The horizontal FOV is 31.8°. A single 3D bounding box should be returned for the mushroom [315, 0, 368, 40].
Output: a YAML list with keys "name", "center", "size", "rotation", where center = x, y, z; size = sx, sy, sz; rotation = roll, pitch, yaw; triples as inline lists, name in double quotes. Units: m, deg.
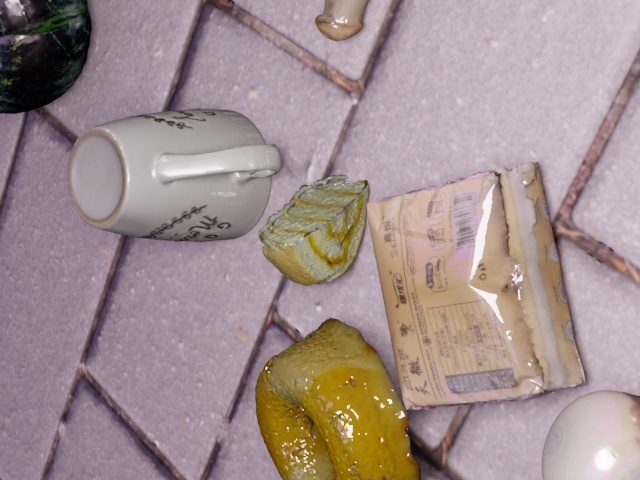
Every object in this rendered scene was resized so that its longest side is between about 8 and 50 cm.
- name: "mushroom"
  center: [0.017, -0.387, 1.390]
  size: [0.118, 0.103, 0.270]
  rotation: [-15, 88, 42]

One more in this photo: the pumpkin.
- name: "pumpkin"
  center: [-0.488, -0.355, 1.769]
  size: [0.315, 0.238, 0.315]
  rotation: [24, 126, 36]

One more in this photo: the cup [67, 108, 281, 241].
- name: "cup"
  center: [-0.183, -0.092, 1.502]
  size: [0.258, 0.234, 0.186]
  rotation: [-10, 87, 40]

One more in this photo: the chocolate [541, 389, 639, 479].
- name: "chocolate"
  center: [0.295, 0.211, 1.082]
  size: [0.221, 0.147, 0.221]
  rotation: [-55, 17, 25]

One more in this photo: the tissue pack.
- name: "tissue pack"
  center: [0.166, 0.057, 1.266]
  size: [0.215, 0.123, 0.256]
  rotation: [-14, 82, 44]

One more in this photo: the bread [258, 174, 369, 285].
- name: "bread"
  center: [0.004, -0.002, 1.432]
  size: [0.103, 0.156, 0.110]
  rotation: [11, 133, 48]

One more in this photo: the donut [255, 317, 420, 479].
- name: "donut"
  center: [0.012, 0.240, 1.380]
  size: [0.272, 0.107, 0.272]
  rotation: [41, 140, 47]
